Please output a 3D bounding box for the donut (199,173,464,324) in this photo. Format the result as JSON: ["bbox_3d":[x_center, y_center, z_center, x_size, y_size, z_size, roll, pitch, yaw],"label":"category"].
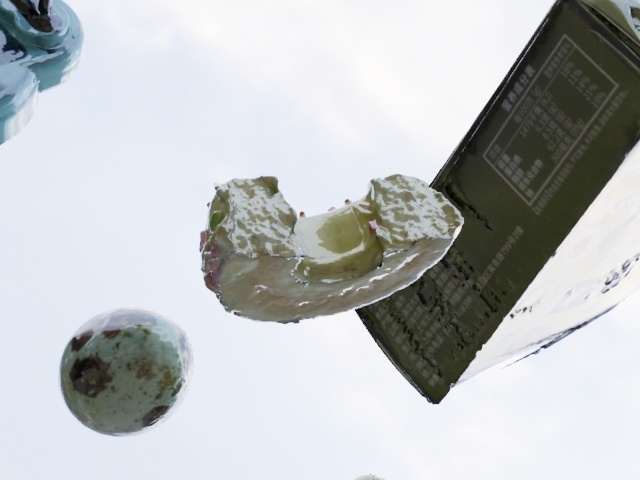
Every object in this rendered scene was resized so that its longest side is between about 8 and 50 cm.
[{"bbox_3d":[-0.004,0.002,0.835,0.165,0.065,0.108,-5,-27,-24],"label":"donut"}]

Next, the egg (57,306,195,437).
[{"bbox_3d":[-0.248,0.168,1.755,0.169,0.169,0.231,44,-38,-14],"label":"egg"}]

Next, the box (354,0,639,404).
[{"bbox_3d":[0.268,-0.069,1.244,0.138,0.373,0.420,49,-46,19],"label":"box"}]

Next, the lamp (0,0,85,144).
[{"bbox_3d":[-0.395,-0.192,1.493,0.209,0.284,0.147,47,-16,21],"label":"lamp"}]

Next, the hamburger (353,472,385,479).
[{"bbox_3d":[0.085,0.417,2.005,0.081,0.126,0.141,-26,-105,31],"label":"hamburger"}]
